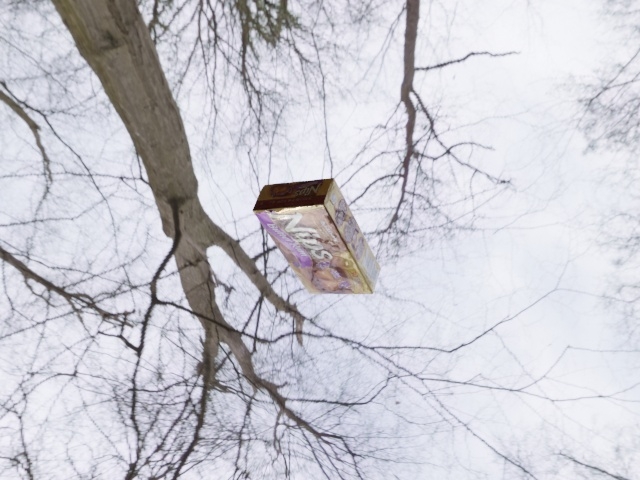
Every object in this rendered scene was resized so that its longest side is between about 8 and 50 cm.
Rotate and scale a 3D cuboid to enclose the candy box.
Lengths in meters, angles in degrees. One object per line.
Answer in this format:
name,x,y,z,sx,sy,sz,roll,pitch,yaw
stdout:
candy box,0.000,0.000,0.834,0.109,0.186,0.053,-2,-130,28
